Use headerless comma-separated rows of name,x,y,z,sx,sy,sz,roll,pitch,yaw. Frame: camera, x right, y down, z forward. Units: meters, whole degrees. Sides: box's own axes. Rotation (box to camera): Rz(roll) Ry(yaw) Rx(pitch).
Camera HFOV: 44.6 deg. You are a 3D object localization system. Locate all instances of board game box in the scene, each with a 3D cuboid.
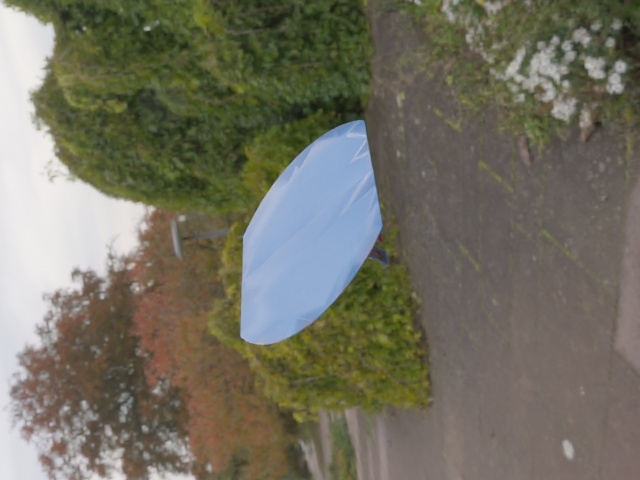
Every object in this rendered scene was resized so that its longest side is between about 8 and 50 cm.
board game box,0.000,0.000,0.530,0.133,0.033,0.169,-41,33,28
